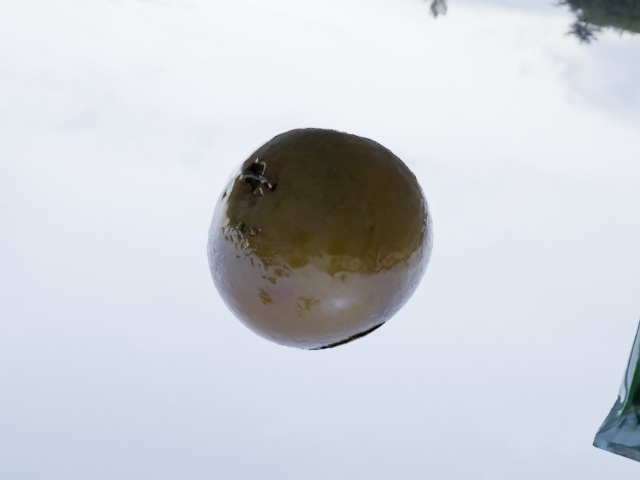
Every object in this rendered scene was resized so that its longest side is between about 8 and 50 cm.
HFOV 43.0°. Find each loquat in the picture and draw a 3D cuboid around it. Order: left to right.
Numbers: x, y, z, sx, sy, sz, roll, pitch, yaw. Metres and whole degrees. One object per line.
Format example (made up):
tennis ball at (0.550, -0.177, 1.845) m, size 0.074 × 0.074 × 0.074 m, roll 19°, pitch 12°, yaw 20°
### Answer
loquat at (0.000, 0.000, 0.926) m, size 0.263 × 0.262 × 0.263 m, roll 10°, pitch -153°, yaw -5°

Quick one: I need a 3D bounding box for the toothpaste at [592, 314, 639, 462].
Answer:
toothpaste at (0.259, 0.010, 0.545) m, size 0.075 × 0.296 × 0.048 m, roll 16°, pitch -179°, yaw 13°
